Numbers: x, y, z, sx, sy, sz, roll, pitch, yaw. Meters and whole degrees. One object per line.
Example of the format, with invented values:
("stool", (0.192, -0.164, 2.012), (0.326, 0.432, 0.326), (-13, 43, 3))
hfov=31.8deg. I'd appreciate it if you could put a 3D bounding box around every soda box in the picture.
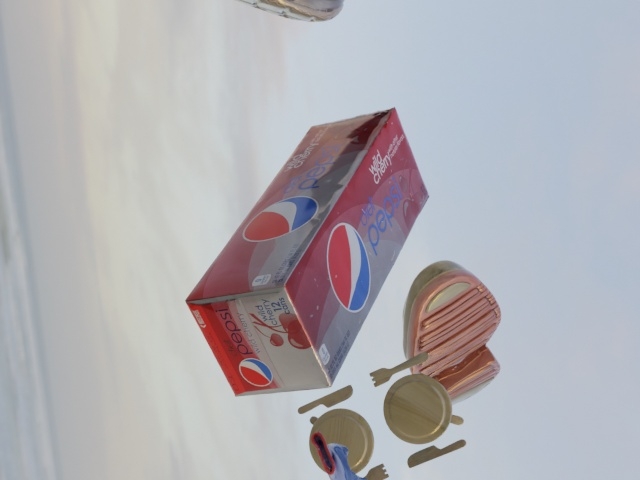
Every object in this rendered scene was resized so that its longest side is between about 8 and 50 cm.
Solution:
("soda box", (0.000, 0.000, 0.858), (0.092, 0.083, 0.263), (66, 31, -24))

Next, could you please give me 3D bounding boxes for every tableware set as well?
("tableware set", (0.077, 0.233, 1.420), (0.128, 0.194, 0.039), (68, 14, 12))

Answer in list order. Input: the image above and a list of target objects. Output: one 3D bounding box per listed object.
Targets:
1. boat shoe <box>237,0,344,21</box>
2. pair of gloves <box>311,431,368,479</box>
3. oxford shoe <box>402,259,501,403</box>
("boat shoe", (-0.117, -0.253, 0.781), (0.123, 0.324, 0.116), (31, -76, 59))
("pair of gloves", (0.041, 0.262, 1.035), (0.159, 0.023, 0.198), (55, 6, -51))
("oxford shoe", (0.156, 0.109, 1.549), (0.146, 0.140, 0.397), (59, -7, 26))
